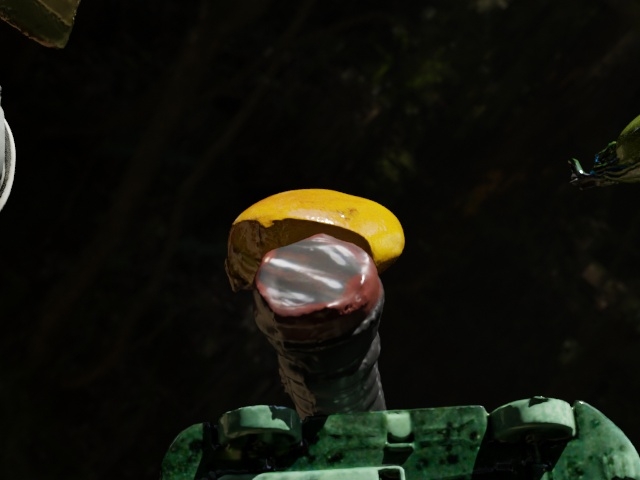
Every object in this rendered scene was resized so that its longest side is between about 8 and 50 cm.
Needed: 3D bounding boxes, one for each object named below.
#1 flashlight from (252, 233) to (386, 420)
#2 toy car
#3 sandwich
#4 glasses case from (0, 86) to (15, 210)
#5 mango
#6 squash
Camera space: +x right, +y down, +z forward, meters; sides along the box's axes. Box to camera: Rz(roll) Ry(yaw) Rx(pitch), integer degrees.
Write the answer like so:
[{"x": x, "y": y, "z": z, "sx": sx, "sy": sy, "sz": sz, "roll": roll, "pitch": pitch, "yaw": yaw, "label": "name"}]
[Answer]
[{"x": 0.011, "y": 0.110, "z": 1.072, "sx": 0.093, "sy": 0.093, "sz": 0.232, "roll": 36, "pitch": -34, "yaw": 43, "label": "flashlight"}, {"x": 0.050, "y": 0.182, "z": 0.998, "sx": 0.125, "sy": 0.306, "sz": 0.136, "roll": 103, "pitch": -16, "yaw": -65, "label": "toy car"}, {"x": -0.245, "y": -0.269, "z": 1.433, "sx": 0.187, "sy": 0.117, "sz": 0.144, "roll": 35, "pitch": 31, "yaw": 20, "label": "sandwich"}, {"x": -0.257, "y": 0.049, "z": 0.824, "sx": 0.083, "sy": 0.308, "sz": 0.128, "roll": 24, "pitch": 4, "yaw": 26, "label": "glasses case"}, {"x": 0.000, "y": 0.000, "z": 2.022, "sx": 0.154, "sy": 0.252, "sz": 0.126, "roll": 34, "pitch": -54, "yaw": 52, "label": "mango"}, {"x": 0.389, "y": -0.116, "z": 1.454, "sx": 0.087, "sy": 0.332, "sz": 0.087, "roll": -20, "pitch": 90, "yaw": -74, "label": "squash"}]
